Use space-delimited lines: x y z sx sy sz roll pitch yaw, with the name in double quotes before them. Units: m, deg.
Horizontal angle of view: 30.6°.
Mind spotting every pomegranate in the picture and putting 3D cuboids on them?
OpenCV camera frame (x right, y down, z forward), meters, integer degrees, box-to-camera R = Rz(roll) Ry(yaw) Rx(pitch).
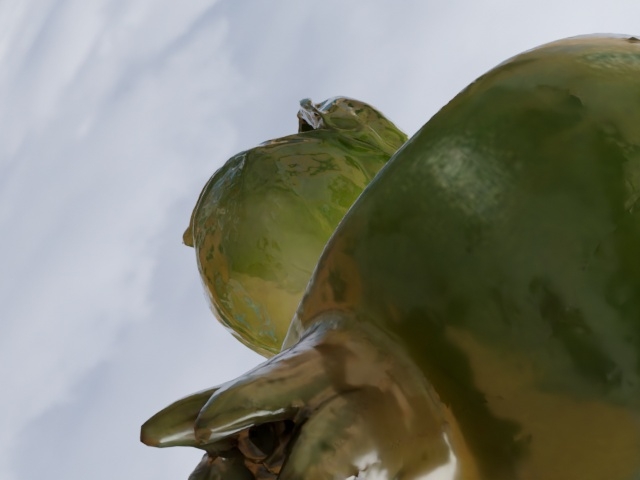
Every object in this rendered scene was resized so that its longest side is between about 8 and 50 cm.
"pomegranate" 0.104 0.076 0.546 0.358 0.216 0.310 -29 157 -40

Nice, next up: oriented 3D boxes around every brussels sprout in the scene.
"brussels sprout" 0.002 -0.002 1.164 0.227 0.259 0.294 88 -22 -61
